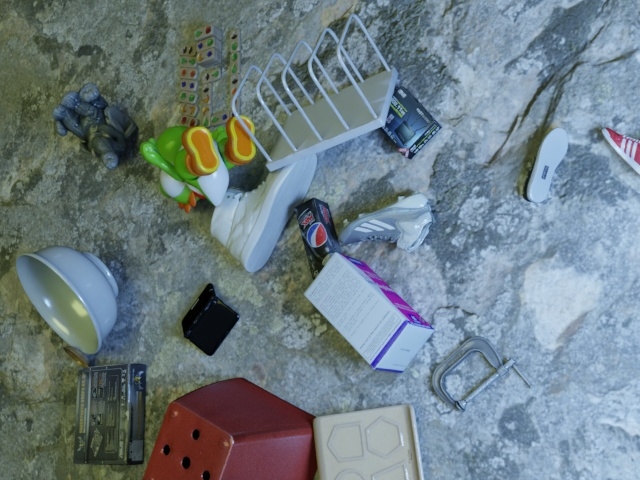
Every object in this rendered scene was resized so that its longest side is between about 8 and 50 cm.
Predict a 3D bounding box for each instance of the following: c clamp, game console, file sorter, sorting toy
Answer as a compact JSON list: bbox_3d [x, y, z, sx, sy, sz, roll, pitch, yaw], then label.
[{"bbox_3d":[0.278,0.247,1.481,0.160,0.022,0.137,-40,60,20],"label":"c clamp"},{"bbox_3d":[-0.249,0.177,1.865,0.122,0.071,0.107,-53,26,12],"label":"game console"},{"bbox_3d":[-0.016,-0.301,1.670,0.277,0.173,0.193,-19,33,30],"label":"file sorter"},{"bbox_3d":[0.091,0.415,1.546,0.208,0.038,0.193,-13,72,19],"label":"sorting toy"}]

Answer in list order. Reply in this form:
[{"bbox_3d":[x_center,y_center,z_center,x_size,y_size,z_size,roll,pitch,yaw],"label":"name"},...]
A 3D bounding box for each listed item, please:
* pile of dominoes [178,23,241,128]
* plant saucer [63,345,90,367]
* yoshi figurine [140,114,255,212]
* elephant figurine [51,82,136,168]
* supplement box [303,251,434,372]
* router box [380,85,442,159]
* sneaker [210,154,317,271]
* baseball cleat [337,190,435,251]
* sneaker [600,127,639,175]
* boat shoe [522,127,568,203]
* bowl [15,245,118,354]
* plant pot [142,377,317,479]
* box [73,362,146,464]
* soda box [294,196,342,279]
[{"bbox_3d":[-0.280,-0.392,1.998,0.196,0.040,0.251,-11,73,32],"label":"pile of dominoes"},{"bbox_3d":[-0.599,0.286,2.047,0.083,0.083,0.015,18,57,36],"label":"plant saucer"},{"bbox_3d":[-0.284,-0.198,1.823,0.362,0.203,0.203,-20,40,61],"label":"yoshi figurine"},{"bbox_3d":[-0.553,-0.264,2.097,0.239,0.186,0.169,44,143,7],"label":"elephant figurine"},{"bbox_3d":[0.090,0.137,1.580,0.220,0.111,0.114,43,104,33],"label":"supplement box"},{"bbox_3d":[0.171,-0.236,1.654,0.092,0.038,0.122,-46,58,16],"label":"router box"},{"bbox_3d":[-0.138,-0.099,1.793,0.169,0.108,0.293,37,102,31],"label":"sneaker"},{"bbox_3d":[0.126,-0.016,1.616,0.205,0.072,0.110,-28,71,30],"label":"baseball cleat"},{"bbox_3d":[0.530,-0.162,1.388,0.067,0.042,0.118,-47,65,22],"label":"sneaker"},{"bbox_3d":[0.395,-0.134,1.474,0.142,0.049,0.040,-67,16,-3],"label":"boat shoe"},{"bbox_3d":[-0.585,0.120,1.997,0.297,0.134,0.298,29,140,27],"label":"bowl"},{"bbox_3d":[-0.185,0.434,1.625,0.267,0.235,0.267,20,91,35],"label":"plant pot"},{"bbox_3d":[-0.498,0.411,1.955,0.183,0.056,0.231,-11,73,33],"label":"box"},{"bbox_3d":[0.000,0.000,1.704,0.053,0.060,0.169,-27,65,26],"label":"soda box"}]
